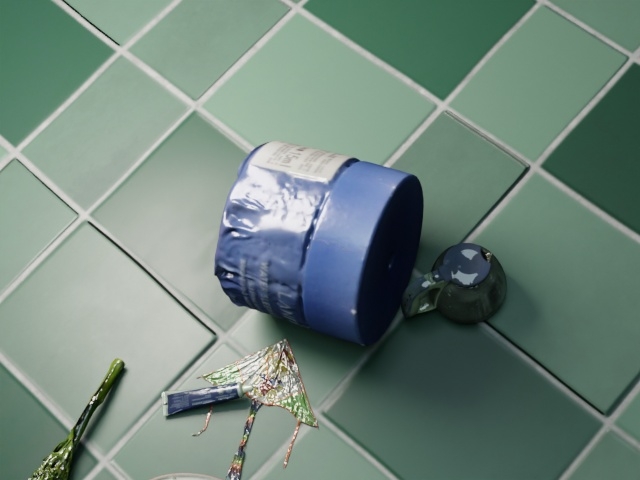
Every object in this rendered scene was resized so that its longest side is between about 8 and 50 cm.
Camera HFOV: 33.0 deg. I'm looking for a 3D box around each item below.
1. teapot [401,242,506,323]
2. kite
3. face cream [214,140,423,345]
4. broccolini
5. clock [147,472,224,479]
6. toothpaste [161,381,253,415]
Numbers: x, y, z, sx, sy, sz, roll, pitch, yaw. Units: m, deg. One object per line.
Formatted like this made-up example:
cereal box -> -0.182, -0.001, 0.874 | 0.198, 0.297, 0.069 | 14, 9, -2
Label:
teapot -> 0.189, 0.050, 1.531 | 0.149, 0.108, 0.111 | 1, 64, 9
kite -> -0.099, 0.247, 1.541 | 0.198, 0.006, 0.244 | 17, 69, 15
face cream -> 0.000, 0.000, 1.510 | 0.225, 0.249, 0.249 | 16, 69, 21
broccolini -> -0.351, 0.273, 1.551 | 0.054, 0.051, 0.239 | -7, 51, 56
clock -> -0.151, 0.393, 1.381 | 0.244, 0.056, 0.244 | 19, 31, -12
toothpaste -> -0.162, 0.223, 1.548 | 0.140, 0.021, 0.037 | -12, 65, 11
